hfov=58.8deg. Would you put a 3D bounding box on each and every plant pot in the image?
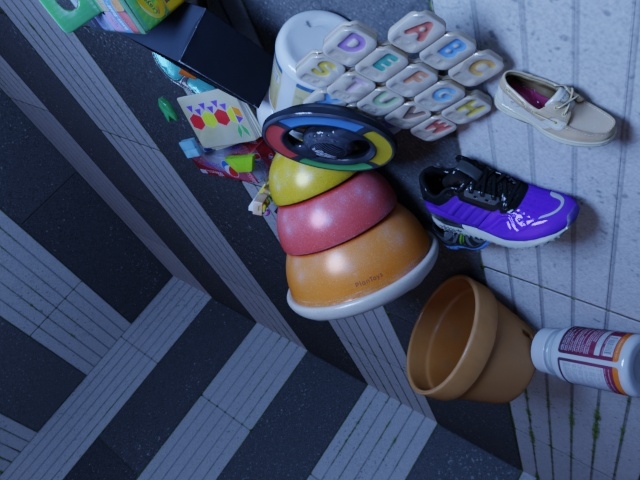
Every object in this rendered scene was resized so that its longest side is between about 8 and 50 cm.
[{"bbox_3d":[0.359,0.251,1.317,0.203,0.291,0.291,24,161,-11],"label":"plant pot"}]

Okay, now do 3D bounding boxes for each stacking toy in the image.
[{"bbox_3d":[0.014,-0.110,1.177,0.350,0.350,0.480,3,122,56],"label":"stacking toy"}]

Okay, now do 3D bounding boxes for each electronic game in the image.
[{"bbox_3d":[0.015,-0.166,0.953,0.229,0.048,0.229,8,167,2],"label":"electronic game"}]

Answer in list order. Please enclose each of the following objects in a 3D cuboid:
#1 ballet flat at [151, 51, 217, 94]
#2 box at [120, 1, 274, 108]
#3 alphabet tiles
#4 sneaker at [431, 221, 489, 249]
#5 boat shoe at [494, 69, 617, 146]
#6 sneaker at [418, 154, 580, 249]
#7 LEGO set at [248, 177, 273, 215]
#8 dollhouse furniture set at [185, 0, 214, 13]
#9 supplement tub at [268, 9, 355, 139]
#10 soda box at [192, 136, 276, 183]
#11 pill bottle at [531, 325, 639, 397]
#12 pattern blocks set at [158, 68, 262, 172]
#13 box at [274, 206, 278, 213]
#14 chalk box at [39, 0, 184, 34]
[{"bbox_3d":[-0.306,-0.384,1.325,0.213,0.072,0.068,44,-174,-9],"label":"ballet flat"},{"bbox_3d":[-0.226,-0.357,1.043,0.184,0.103,0.261,18,-167,-48],"label":"box"},{"bbox_3d":[0.111,-0.223,0.838,0.284,0.021,0.278,18,156,-31],"label":"alphabet tiles"},{"bbox_3d":[0.283,-0.025,1.121,0.078,0.067,0.188,37,163,-16],"label":"sneaker"},{"bbox_3d":[0.313,-0.180,0.760,0.170,0.063,0.059,29,163,24],"label":"boat shoe"},{"bbox_3d":[0.281,-0.077,0.969,0.293,0.102,0.146,11,146,50],"label":"sneaker"},{"bbox_3d":[-0.107,-0.110,1.478,0.107,0.132,0.287,35,-178,-8],"label":"LEGO set"},{"bbox_3d":[-0.220,-0.433,1.057,0.091,0.081,0.114,33,159,11],"label":"dollhouse furniture set"},{"bbox_3d":[-0.013,-0.273,0.971,0.144,0.144,0.200,36,159,3],"label":"supplement tub"},{"bbox_3d":[-0.233,-0.222,1.499,0.263,0.092,0.083,16,148,43],"label":"soda box"},{"bbox_3d":[0.554,0.240,1.161,0.121,0.121,0.221,46,158,-21],"label":"pill bottle"},{"bbox_3d":[-0.226,-0.281,1.295,0.324,0.026,0.286,6,132,28],"label":"pattern blocks set"},{"bbox_3d":[-0.098,-0.081,1.679,0.067,0.018,0.083,40,159,-8],"label":"box"},{"bbox_3d":[-0.314,-0.447,0.888,0.179,0.289,0.180,20,153,38],"label":"chalk box"}]
